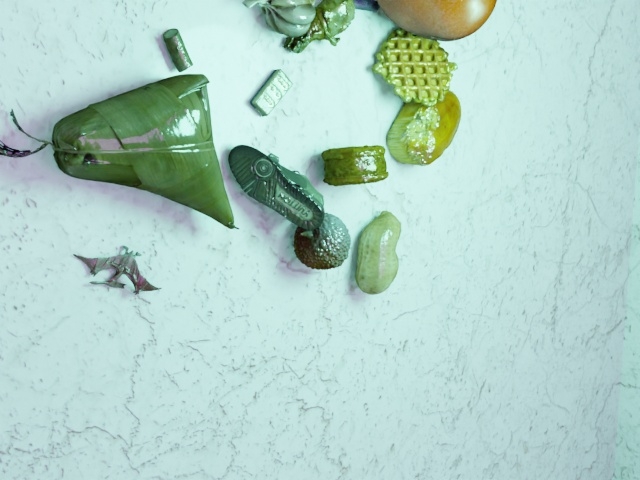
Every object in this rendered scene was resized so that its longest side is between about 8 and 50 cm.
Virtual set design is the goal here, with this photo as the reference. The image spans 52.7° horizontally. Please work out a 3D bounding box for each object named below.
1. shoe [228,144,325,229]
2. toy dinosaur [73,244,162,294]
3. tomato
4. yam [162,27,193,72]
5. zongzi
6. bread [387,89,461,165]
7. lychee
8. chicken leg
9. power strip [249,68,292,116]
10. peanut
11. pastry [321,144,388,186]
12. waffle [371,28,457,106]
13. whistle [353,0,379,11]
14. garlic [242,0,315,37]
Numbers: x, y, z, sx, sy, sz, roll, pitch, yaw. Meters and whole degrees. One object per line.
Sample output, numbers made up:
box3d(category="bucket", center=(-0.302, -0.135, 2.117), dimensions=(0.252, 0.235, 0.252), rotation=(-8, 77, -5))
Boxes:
box3d(category="shoe", center=(-0.108, -0.148, 1.679), dimensions=(0.293, 0.149, 0.109), rotation=(40, 108, -9))
box3d(category="toy dinosaur", center=(-0.461, 0.067, 1.487), dimensions=(0.220, 0.032, 0.108), rotation=(29, 85, -28))
box3d(category="tomato", center=(0.305, -0.683, 1.745), dimensions=(0.341, 0.341, 0.272), rotation=(-11, 119, -36))
box3d(category="yam", center=(-0.327, -0.436, 1.480), dimensions=(0.043, 0.043, 0.094), rotation=(-34, 118, -28))
box3d(category="zongzi", center=(-0.409, -0.132, 1.401), dimensions=(0.447, 0.181, 0.418), rotation=(-28, 116, -28))
box3d(category="bread", center=(0.320, -0.342, 1.948), dimensions=(0.250, 0.133, 0.179), rotation=(-49, 128, -18))
box3d(category="lychee", center=(0.000, 0.000, 1.745), dimensions=(0.197, 0.165, 0.165), rotation=(34, 78, -46))
box3d(category="chicken leg", center=(0.003, -0.554, 1.689), dimensions=(0.227, 0.088, 0.103), rotation=(-46, 151, -8))
box3d(category="power strip", center=(-0.126, -0.377, 1.655), dimensions=(0.056, 0.032, 0.123), rotation=(46, 72, -33))
box3d(category="peanut", center=(0.174, 0.035, 1.920), dimensions=(0.137, 0.122, 0.253), rotation=(5, 92, -48))
box3d(category="pastry", center=(0.093, -0.206, 1.765), dimensions=(0.189, 0.189, 0.103), rotation=(-11, 101, -36))
box3d(category="waffle", center=(0.276, -0.501, 1.868), dimensions=(0.238, 0.059, 0.243), rotation=(36, 68, -7))
box3d(category="whistle", center=(0.097, -0.651, 1.772), dimensions=(0.176, 0.033, 0.033), rotation=(-7, 103, -37))
box3d(category="garlic", center=(-0.097, -0.562, 1.574), dimensions=(0.194, 0.131, 0.127), rotation=(-13, 105, -45))
